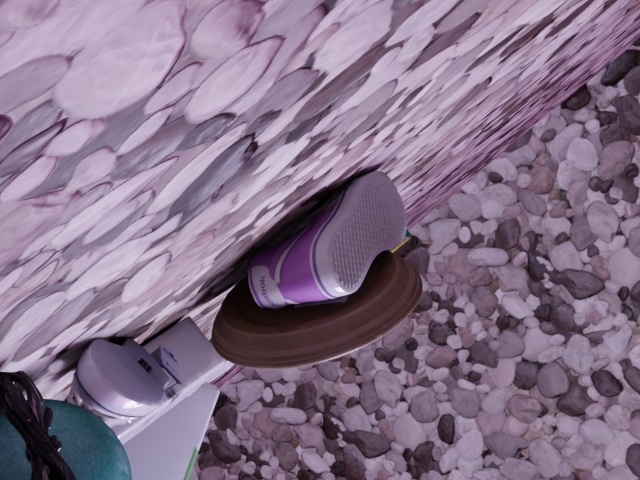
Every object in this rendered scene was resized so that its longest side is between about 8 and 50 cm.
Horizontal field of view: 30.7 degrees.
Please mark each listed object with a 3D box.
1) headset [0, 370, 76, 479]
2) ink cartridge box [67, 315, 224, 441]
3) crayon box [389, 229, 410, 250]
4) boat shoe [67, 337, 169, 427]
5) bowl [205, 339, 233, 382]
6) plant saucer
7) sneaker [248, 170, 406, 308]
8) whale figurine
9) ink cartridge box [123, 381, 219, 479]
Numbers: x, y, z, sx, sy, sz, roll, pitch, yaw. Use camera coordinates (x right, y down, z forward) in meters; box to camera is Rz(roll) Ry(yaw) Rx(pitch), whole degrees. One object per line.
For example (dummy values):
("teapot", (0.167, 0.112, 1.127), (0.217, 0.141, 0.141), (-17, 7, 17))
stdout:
("headset", (-0.383, 0.257, 0.922), (0.394, 0.185, 0.243), (-23, 177, -8))
("ink cartridge box", (-0.232, 0.194, 1.466), (0.191, 0.082, 0.139), (-36, 175, -42))
("crayon box", (0.006, 0.061, 1.963), (0.278, 0.081, 0.165), (-41, 174, 26))
("boat shoe", (-0.218, 0.161, 1.217), (0.084, 0.095, 0.258), (-43, 174, -1))
("bowl", (-0.179, 0.204, 2.077), (0.142, 0.053, 0.142), (-42, 174, 33))
("plant saucer", (-0.009, 0.073, 1.480), (0.278, 0.041, 0.278), (-13, -157, 6))
("sneaker", (-0.001, -0.001, 1.470), (0.161, 0.102, 0.282), (-19, -169, 31))
("whale figurine", (-0.253, 0.267, 1.048), (0.216, 0.272, 0.141), (0, 143, -13))
("ink cartridge box", (-0.258, 0.319, 1.741), (0.278, 0.117, 0.201), (130, -19, -65))
